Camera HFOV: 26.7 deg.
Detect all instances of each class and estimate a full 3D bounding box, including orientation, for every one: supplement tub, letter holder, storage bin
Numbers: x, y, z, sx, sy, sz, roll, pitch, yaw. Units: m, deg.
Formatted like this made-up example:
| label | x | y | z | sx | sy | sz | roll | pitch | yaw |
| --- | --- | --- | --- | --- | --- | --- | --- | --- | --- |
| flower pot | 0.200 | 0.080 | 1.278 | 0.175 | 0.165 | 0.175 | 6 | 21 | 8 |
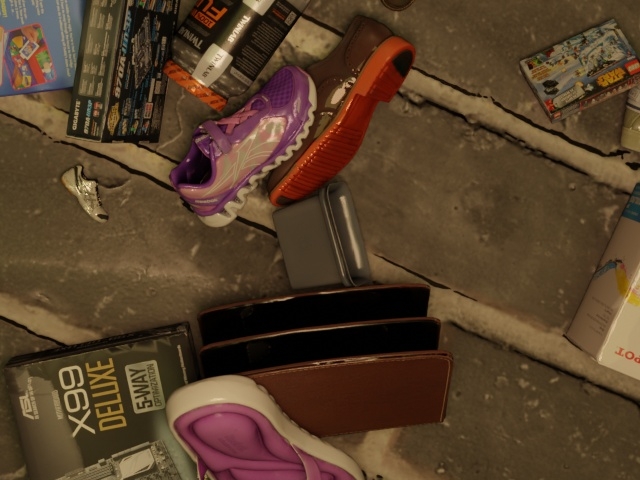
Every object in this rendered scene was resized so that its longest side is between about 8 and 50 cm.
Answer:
| label | x | y | z | sx | sy | sz | roll | pitch | yaw |
| --- | --- | --- | --- | --- | --- | --- | --- | --- | --- |
| supplement tub | -0.108 | -0.264 | 1.691 | 0.117 | 0.117 | 0.190 | 35 | 93 | -7 |
| letter holder | 0.001 | 0.137 | 1.681 | 0.302 | 0.214 | 0.152 | -7 | 61 | -3 |
| storage bin | 0.000 | 0.000 | 1.750 | 0.091 | 0.098 | 0.135 | -14 | 91 | 21 |

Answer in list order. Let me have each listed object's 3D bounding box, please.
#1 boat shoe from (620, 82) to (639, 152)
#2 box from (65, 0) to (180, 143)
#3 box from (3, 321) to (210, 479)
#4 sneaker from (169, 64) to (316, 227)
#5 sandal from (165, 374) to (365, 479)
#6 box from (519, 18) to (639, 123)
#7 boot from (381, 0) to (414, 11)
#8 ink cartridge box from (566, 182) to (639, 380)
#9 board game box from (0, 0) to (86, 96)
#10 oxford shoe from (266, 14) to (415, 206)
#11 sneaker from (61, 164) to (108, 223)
| label | x | y | z | sx | sy | sz | roll | pitch | yaw |
| --- | --- | --- | --- | --- | --- | --- | --- | --- | --- |
| boat shoe | 0.540 | -0.129 | 1.769 | 0.302 | 0.109 | 0.094 | 17 | 110 | 4 |
| box | -0.237 | -0.229 | 1.656 | 0.051 | 0.175 | 0.220 | 12 | 98 | 15 |
| box | -0.260 | 0.279 | 1.773 | 0.242 | 0.076 | 0.307 | -11 | 98 | -2 |
| sneaker | -0.103 | -0.126 | 1.693 | 0.104 | 0.095 | 0.236 | 28 | 106 | -44 |
| sandal | -0.071 | 0.296 | 1.667 | 0.169 | 0.102 | 0.416 | -20 | 143 | 18 |
| box | 0.339 | -0.219 | 1.747 | 0.137 | 0.027 | 0.094 | -24 | 61 | 0 |
| boot | 0.120 | -0.398 | 1.693 | 0.082 | 0.106 | 0.219 | 13 | 96 | -5 |
| ink cartridge box | 0.455 | 0.069 | 1.744 | 0.171 | 0.168 | 0.233 | 23 | 95 | -6 |
| board game box | -0.405 | -0.351 | 1.676 | 0.233 | 0.078 | 0.347 | -7 | 99 | -2 |
| oxford shoe | 0.008 | -0.164 | 1.740 | 0.098 | 0.097 | 0.271 | 42 | 100 | 23 |
| sneaker | -0.298 | -0.061 | 1.748 | 0.037 | 0.032 | 0.083 | -38 | 99 | 2 |
